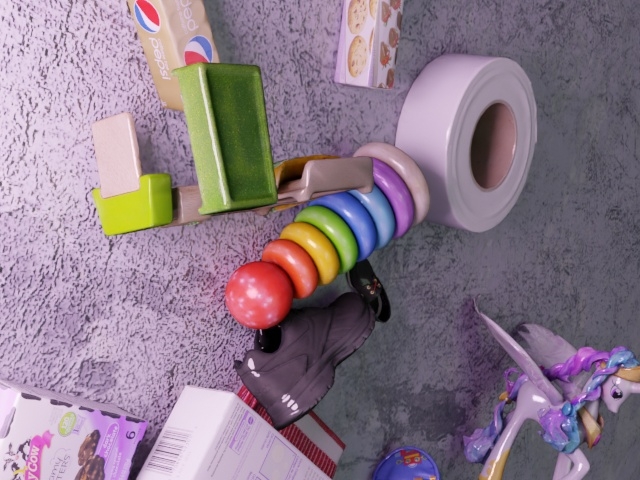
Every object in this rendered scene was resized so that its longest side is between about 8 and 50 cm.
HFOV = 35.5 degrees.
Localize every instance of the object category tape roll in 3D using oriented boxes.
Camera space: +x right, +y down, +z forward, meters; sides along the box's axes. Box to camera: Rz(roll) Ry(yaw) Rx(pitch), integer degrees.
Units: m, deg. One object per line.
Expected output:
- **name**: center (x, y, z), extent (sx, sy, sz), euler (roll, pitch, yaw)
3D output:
- **tape roll**: center (0.242, -0.160, 1.625), extent (0.286, 0.100, 0.286), euler (-19, 115, -47)

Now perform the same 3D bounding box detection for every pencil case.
- **pencil case**: center (0.197, 0.482, 1.751), extent (0.119, 0.133, 0.306), euler (-33, 133, 1)

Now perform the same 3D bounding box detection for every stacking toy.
- **stacking toy**: center (0.000, 0.000, 1.361), extent (0.330, 0.141, 0.141), euler (-38, 129, -31)

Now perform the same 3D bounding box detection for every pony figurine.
- **pony figurine**: center (0.411, 0.292, 1.835), extent (0.302, 0.351, 0.363), euler (14, 109, -49)

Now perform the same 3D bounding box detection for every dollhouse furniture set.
- **dollhouse furniture set**: center (-0.097, -0.106, 1.166), extent (0.301, 0.197, 0.151), euler (-10, 90, -54)

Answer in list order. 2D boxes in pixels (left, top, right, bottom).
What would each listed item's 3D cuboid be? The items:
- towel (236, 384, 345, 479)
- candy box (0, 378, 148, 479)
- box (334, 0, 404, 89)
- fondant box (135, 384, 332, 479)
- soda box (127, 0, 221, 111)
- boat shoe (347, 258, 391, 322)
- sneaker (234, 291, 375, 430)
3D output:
- **towel**: center (-0.091, 0.364, 1.375), extent (0.237, 0.037, 0.329), euler (52, 55, -35)
- **candy box**: center (-0.304, 0.251, 1.095), extent (0.196, 0.070, 0.165), euler (28, 79, -52)
- **box**: center (0.079, -0.372, 1.381), extent (0.063, 0.067, 0.324), euler (-5, 106, -51)
- **fondant box**: center (-0.098, 0.371, 1.269), extent (0.330, 0.096, 0.238), euler (49, 56, -37)
- **soda box**: center (-0.165, -0.239, 1.123), extent (0.061, 0.058, 0.181), euler (-41, 131, -36)
- **boat shoe**: center (0.077, 0.072, 1.540), extent (0.049, 0.042, 0.133), euler (-45, 131, -31)
- **sneaker**: center (-0.018, 0.134, 1.386), extent (0.130, 0.109, 0.286), euler (46, 33, -2)
